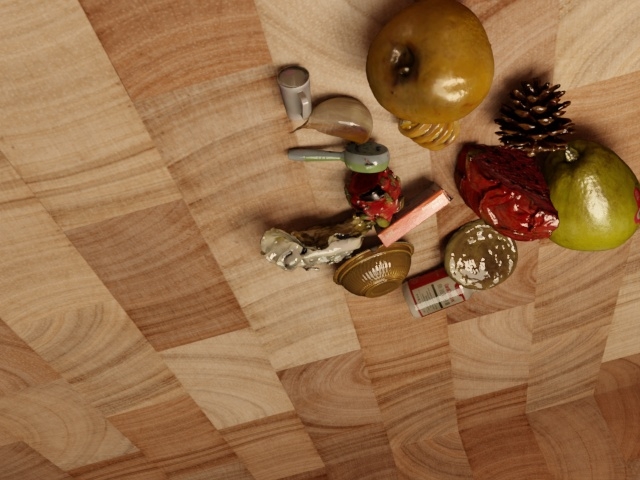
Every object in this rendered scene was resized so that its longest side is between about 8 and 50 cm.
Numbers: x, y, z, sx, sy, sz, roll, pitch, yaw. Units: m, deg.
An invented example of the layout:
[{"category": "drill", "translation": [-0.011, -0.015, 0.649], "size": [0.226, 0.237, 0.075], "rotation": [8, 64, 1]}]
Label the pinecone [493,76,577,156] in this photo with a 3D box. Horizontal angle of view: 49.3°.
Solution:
[{"category": "pinecone", "translation": [0.537, -0.306, 1.735], "size": [0.207, 0.208, 0.208], "rotation": [-8, 140, -7]}]

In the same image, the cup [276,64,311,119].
[{"category": "cup", "translation": [-0.051, -0.328, 1.595], "size": [0.074, 0.104, 0.116], "rotation": [-24, 145, -11]}]

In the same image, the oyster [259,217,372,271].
[{"category": "oyster", "translation": [-0.001, -0.002, 1.961], "size": [0.351, 0.115, 0.238], "rotation": [-19, 164, -13]}]

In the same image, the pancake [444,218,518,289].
[{"category": "pancake", "translation": [0.502, 0.045, 2.155], "size": [0.241, 0.050, 0.242], "rotation": [-2, 104, -9]}]

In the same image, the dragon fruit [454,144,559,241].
[{"category": "dragon fruit", "translation": [0.521, -0.136, 1.870], "size": [0.302, 0.330, 0.240], "rotation": [29, 103, -37]}]

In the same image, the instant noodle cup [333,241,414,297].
[{"category": "instant noodle cup", "translation": [0.177, 0.109, 2.133], "size": [0.274, 0.091, 0.274], "rotation": [-17, 156, -8]}]

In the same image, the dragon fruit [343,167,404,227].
[{"category": "dragon fruit", "translation": [0.145, -0.110, 1.870], "size": [0.166, 0.160, 0.172], "rotation": [-56, 140, -16]}]

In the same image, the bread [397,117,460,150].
[{"category": "bread", "translation": [0.277, -0.289, 1.753], "size": [0.177, 0.084, 0.119], "rotation": [23, 129, -41]}]

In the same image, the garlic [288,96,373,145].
[{"category": "garlic", "translation": [0.035, -0.285, 1.687], "size": [0.198, 0.090, 0.128], "rotation": [0, 151, -22]}]

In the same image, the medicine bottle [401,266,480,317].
[{"category": "medicine bottle", "translation": [0.399, 0.156, 2.275], "size": [0.250, 0.131, 0.131], "rotation": [-22, 140, 11]}]

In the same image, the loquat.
[{"category": "loquat", "translation": [0.244, -0.384, 1.507], "size": [0.274, 0.275, 0.275], "rotation": [-8, 140, -7]}]

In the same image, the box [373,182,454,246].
[{"category": "box", "translation": [0.256, -0.075, 1.939], "size": [0.229, 0.123, 0.050], "rotation": [-35, 102, 7]}]

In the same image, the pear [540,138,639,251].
[{"category": "pear", "translation": [0.726, -0.135, 1.911], "size": [0.287, 0.287, 0.375], "rotation": [-27, 130, 15]}]

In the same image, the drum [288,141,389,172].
[{"category": "drum", "translation": [0.053, -0.224, 1.786], "size": [0.253, 0.130, 0.049], "rotation": [9, 118, 16]}]
